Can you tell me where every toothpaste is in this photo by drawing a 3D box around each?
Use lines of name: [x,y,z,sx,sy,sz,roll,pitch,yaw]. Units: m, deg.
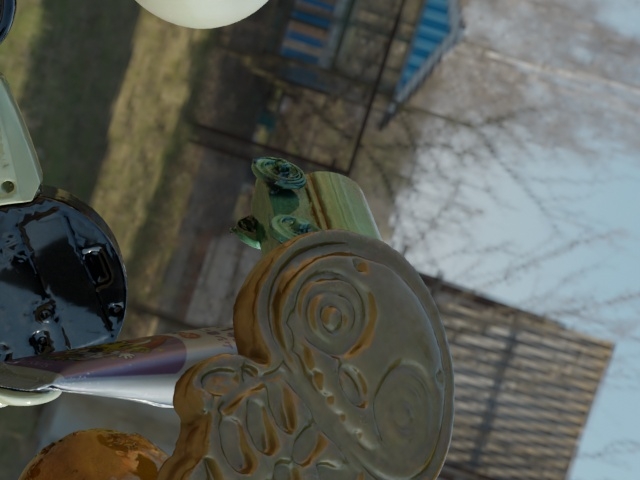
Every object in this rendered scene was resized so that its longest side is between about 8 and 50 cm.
toothpaste: [-0.101,0.094,1.021,0.114,0.299,0.073,3,-89,51]

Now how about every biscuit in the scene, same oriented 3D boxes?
biscuit: [-0.002,0.112,0.937,0.044,0.202,0.288,-20,-162,44]

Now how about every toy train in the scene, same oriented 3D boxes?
toy train: [0.000,0.000,1.608,0.285,0.177,0.116,-109,-146,-62]

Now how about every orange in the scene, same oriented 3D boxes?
orange: [-0.250,0.334,1.657,0.240,0.240,0.240,18,90,-89]

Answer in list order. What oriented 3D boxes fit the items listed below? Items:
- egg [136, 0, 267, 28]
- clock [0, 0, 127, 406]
egg: [-0.168,-0.439,1.953,0.345,0.283,0.283,100,7,-71]
clock: [-0.317,-0.030,1.123,0.120,0.276,0.379,-134,-160,-77]
